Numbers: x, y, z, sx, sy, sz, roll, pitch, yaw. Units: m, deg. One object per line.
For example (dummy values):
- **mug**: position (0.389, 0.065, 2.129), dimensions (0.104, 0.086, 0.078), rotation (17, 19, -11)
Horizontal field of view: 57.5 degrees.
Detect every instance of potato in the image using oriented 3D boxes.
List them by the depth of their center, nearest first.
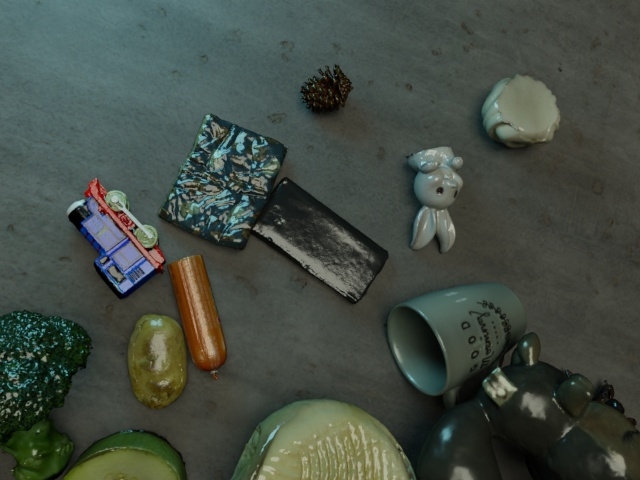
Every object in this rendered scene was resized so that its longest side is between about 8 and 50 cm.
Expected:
- **potato**: position (-0.296, 0.220, 1.062), dimensions (0.107, 0.080, 0.170), rotation (4, 76, -24)

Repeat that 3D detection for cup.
- **cup**: position (0.289, 0.216, 1.165), dimensions (0.234, 0.186, 0.257), rotation (-15, 93, -25)

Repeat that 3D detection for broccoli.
- **broccoli**: position (-0.498, 0.249, 0.935), dimensions (0.298, 0.297, 0.297), rotation (-28, 127, -18)

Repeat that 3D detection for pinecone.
- **pinecone**: position (0.013, -0.316, 1.239), dimensions (0.109, 0.102, 0.102), rotation (-34, 88, -6)

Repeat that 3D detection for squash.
- **squash**: position (-0.330, 0.441, 0.988), dimensions (0.220, 0.133, 0.220), rotation (2, 84, -17)

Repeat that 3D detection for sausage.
- **sausage**: position (-0.226, 0.147, 1.098), dimensions (0.071, 0.071, 0.234), rotation (-15, 83, -16)

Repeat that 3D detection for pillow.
- **pillow**: position (-0.192, -0.119, 1.173), dimensions (0.189, 0.034, 0.255), rotation (23, 72, -3)

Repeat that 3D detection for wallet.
- **wallet**: position (0.000, 0.000, 1.206), dimensions (0.285, 0.030, 0.146), rotation (36, 68, -3)

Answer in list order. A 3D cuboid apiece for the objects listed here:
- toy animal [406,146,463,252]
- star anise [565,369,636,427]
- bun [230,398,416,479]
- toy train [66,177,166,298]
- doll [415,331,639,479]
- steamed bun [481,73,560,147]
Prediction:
- **toy animal**: position (0.251, -0.086, 1.240), dimensions (0.104, 0.131, 0.220), rotation (-3, 82, -29)
- **star anise**: position (0.572, 0.410, 1.229), dimensions (0.272, 0.102, 0.271), rotation (3, 76, -11)
- **bun**: position (-0.010, 0.469, 1.015), dimensions (0.365, 0.202, 0.364), rotation (9, 65, -21)
- **toy train**: position (-0.381, -0.004, 1.084), dimensions (0.131, 0.083, 0.204), rotation (-40, 90, -16)
- **doll**: position (0.395, 0.407, 1.045), dimensions (0.379, 0.252, 0.382), rotation (-41, 76, 1)
- **steamed bun**: position (0.455, -0.290, 1.341), dimensions (0.183, 0.106, 0.182), rotation (3, 74, -13)
